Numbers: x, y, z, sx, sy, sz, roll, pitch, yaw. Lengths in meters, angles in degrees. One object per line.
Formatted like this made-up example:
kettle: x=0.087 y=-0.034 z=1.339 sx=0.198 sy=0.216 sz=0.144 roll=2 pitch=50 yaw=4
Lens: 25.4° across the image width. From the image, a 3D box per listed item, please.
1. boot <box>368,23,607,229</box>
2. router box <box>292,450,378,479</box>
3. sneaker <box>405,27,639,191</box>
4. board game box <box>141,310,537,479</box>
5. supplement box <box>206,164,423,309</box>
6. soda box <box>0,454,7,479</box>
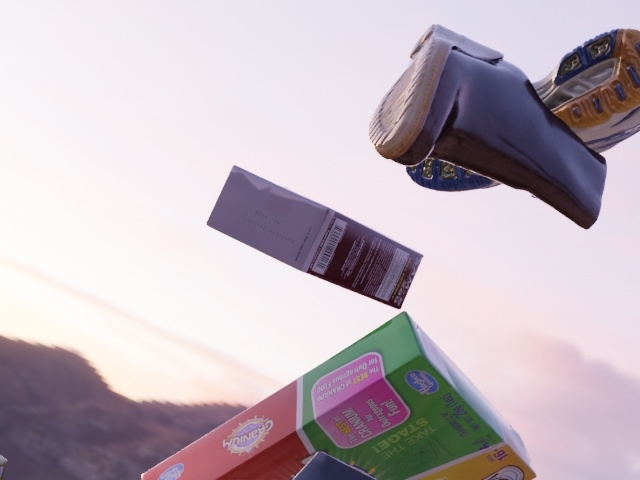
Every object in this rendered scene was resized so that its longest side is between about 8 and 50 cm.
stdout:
boot: x=0.153 y=-0.081 z=1.175 sx=0.207 sy=0.090 sz=0.248 roll=38 pitch=29 yaw=-5
router box: x=-0.054 y=0.322 z=0.899 sx=0.081 sy=0.309 sz=0.243 roll=24 pitch=-43 yaw=27
sneaker: x=0.230 y=-0.109 z=1.440 sx=0.296 sy=0.112 sz=0.131 roll=-18 pitch=-21 yaw=30
board game box: x=0.021 y=0.234 z=1.411 sx=0.242 sy=0.316 sz=0.064 roll=46 pitch=17 yaw=-38
supplement box: x=0.000 y=0.000 z=1.507 sx=0.130 sy=0.073 sz=0.239 roll=25 pitch=0 yaw=29
soda box: x=-0.328 y=0.193 z=1.070 sx=0.061 sy=0.058 sz=0.181 roll=28 pitch=17 yaw=30
